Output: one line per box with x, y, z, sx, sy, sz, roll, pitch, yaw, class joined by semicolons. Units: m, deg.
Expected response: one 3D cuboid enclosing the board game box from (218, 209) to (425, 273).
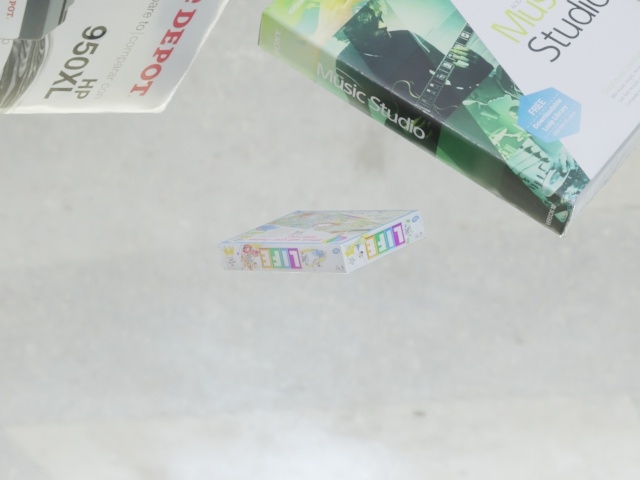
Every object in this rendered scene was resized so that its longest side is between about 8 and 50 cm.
0.000;0.000;1.493;0.154;0.103;0.026;1;107;45;board game box

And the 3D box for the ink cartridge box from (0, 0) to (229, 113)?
-0.254;-0.241;1.286;0.395;0.166;0.285;-4;146;-37;ink cartridge box

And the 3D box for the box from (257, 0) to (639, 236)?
0.141;-0.170;1.486;0.322;0.232;0.058;32;147;18;box
